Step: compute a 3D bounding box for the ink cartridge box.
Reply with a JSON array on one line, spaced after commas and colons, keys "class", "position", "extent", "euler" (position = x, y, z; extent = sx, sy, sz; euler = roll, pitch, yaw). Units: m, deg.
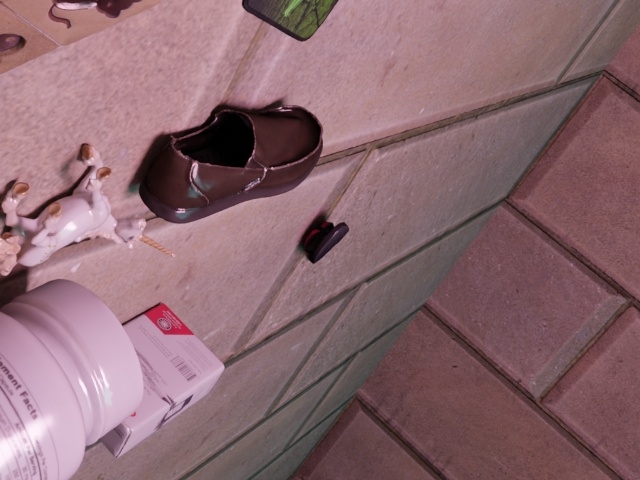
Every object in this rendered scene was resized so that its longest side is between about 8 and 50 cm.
[{"class": "ink cartridge box", "position": [-0.201, 0.152, 0.991], "extent": [0.150, 0.109, 0.063], "euler": [-31, 161, -48]}]

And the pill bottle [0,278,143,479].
[{"class": "pill bottle", "position": [-0.281, 0.148, 0.660], "extent": [0.283, 0.160, 0.160], "euler": [-33, 159, -44]}]

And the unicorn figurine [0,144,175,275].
[{"class": "unicorn figurine", "position": [-0.193, -0.018, 0.709], "extent": [0.162, 0.060, 0.111], "euler": [-19, 152, -30]}]

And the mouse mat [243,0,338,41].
[{"class": "mouse mat", "position": [0.017, -0.261, 0.769], "extent": [0.189, 0.007, 0.153], "euler": [-53, 164, 13]}]

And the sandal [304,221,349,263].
[{"class": "sandal", "position": [0.000, 0.000, 1.327], "extent": [0.067, 0.040, 0.179], "euler": [-39, 178, -11]}]

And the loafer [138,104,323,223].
[{"class": "loafer", "position": [-0.067, -0.083, 0.831], "extent": [0.220, 0.080, 0.078], "euler": [-33, 159, -44]}]

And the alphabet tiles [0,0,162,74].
[{"class": "alphabet tiles", "position": [-0.194, -0.114, 0.286], "extent": [0.285, 0.011, 0.342], "euler": [-22, 168, 9]}]
